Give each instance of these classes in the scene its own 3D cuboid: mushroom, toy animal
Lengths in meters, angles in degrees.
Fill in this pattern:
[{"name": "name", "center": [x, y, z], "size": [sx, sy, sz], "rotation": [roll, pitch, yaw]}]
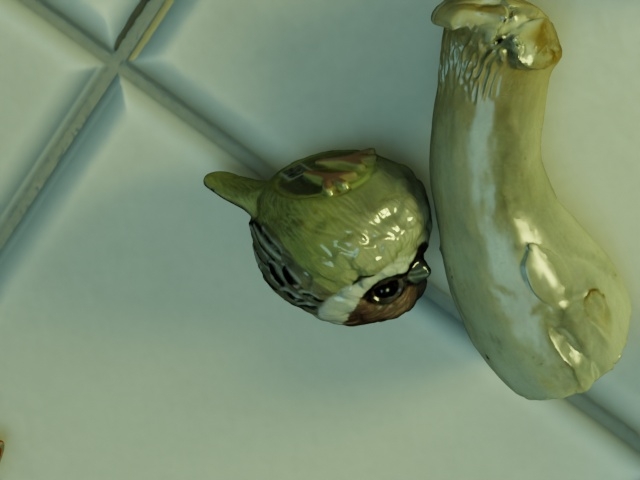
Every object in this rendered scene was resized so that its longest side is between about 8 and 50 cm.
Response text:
[{"name": "mushroom", "center": [0.102, -0.026, 1.009], "size": [0.092, 0.081, 0.223], "rotation": [-14, 106, 12]}, {"name": "toy animal", "center": [0.000, 0.000, 1.044], "size": [0.137, 0.098, 0.098], "rotation": [4, 114, 32]}]

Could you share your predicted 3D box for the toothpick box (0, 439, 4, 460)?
[{"name": "toothpick box", "center": [-0.244, 0.129, 1.177], "size": [0.083, 0.047, 0.047], "rotation": [24, 115, 5]}]
